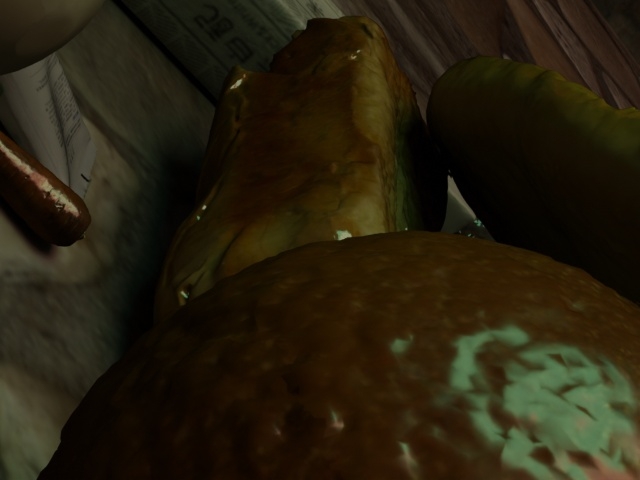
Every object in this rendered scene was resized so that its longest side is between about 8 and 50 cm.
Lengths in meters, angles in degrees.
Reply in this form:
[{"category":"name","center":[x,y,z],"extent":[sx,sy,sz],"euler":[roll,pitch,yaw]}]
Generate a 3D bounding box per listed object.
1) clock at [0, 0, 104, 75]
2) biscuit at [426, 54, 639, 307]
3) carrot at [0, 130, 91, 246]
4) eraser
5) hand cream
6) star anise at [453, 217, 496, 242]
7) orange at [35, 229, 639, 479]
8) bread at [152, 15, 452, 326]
[{"category":"clock","center":[-0.233,-0.246,0.718],"extent":[0.326,0.184,0.342],"euler":[45,14,-32]},{"category":"biscuit","center":[0.227,0.046,0.982],"extent":[0.429,0.104,0.446],"euler":[44,-2,-32]},{"category":"carrot","center":[-0.161,-0.033,0.831],"extent":[0.093,0.032,0.032],"euler":[44,24,-20]},{"category":"eraser","center":[-0.036,-0.143,1.180],"extent":[0.404,0.098,0.096],"euler":[45,25,-30]},{"category":"hand cream","center":[-0.168,-0.088,0.883],"extent":[0.084,0.053,0.142],"euler":[-85,154,-57]},{"category":"star anise","center":[0.175,0.045,1.451],"extent":[0.195,0.065,0.182],"euler":[24,34,-50]},{"category":"orange","center":[0.043,0.160,0.626],"extent":[0.322,0.322,0.357],"euler":[64,16,16]},{"category":"bread","center":[-0.004,0.004,0.972],"extent":[0.344,0.148,0.195],"euler":[-82,151,-60]}]
